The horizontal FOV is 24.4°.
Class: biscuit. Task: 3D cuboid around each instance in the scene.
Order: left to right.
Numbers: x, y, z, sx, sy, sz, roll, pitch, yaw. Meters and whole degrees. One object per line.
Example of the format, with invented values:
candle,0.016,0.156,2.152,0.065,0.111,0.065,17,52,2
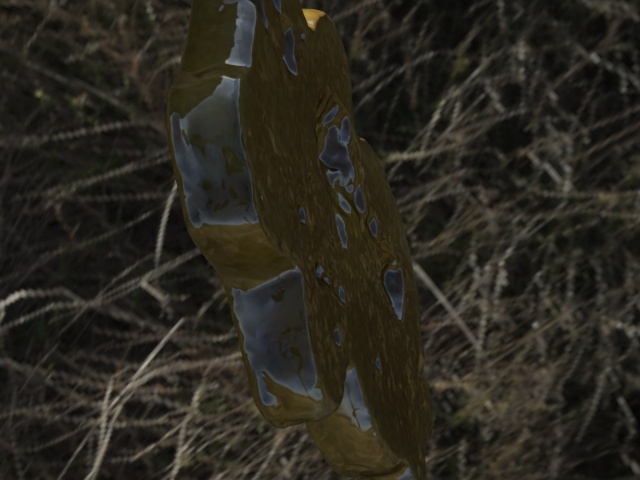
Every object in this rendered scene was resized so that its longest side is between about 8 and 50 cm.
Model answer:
biscuit,-0.003,0.001,0.573,0.035,0.249,0.184,-10,53,16
